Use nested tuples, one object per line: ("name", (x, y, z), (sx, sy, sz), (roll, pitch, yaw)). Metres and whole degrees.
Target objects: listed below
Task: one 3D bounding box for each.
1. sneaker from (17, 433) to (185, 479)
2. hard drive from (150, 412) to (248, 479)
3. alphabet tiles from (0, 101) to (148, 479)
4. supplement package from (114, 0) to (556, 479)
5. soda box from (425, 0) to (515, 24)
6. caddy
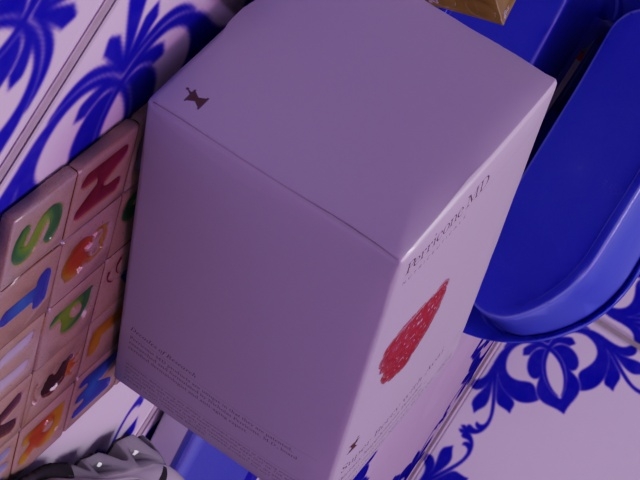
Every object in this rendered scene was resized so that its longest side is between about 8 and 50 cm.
("sneaker", (-0.149, 0.228, 1.262), (0.122, 0.146, 0.330), (-55, 167, 21))
("hard drive", (-0.112, 0.207, 1.575), (0.319, 0.040, 0.210), (-63, 165, 22))
("alphabet tiles", (-0.138, 0.030, 1.149), (0.342, 0.011, 0.285), (-44, 161, -44))
("supplement package", (0.000, 0.000, 1.165), (0.177, 0.175, 0.293), (-47, 163, -33))
("soda box", (0.089, -0.214, 1.204), (0.058, 0.061, 0.181), (-63, 156, -17))
("caddy", (0.180, -0.080, 1.546), (0.341, 0.241, 0.179), (-58, 160, 6))
